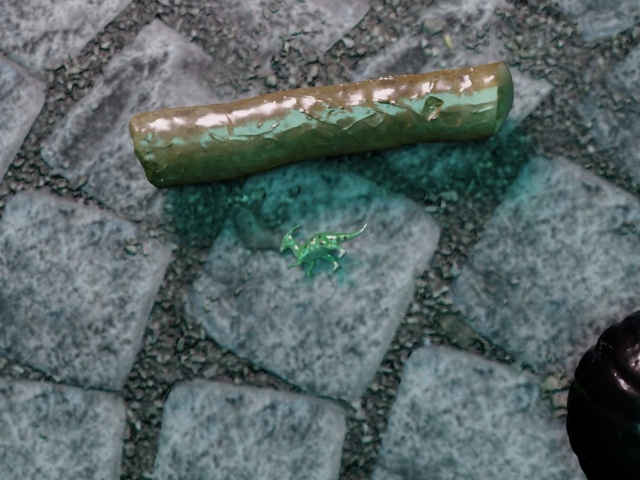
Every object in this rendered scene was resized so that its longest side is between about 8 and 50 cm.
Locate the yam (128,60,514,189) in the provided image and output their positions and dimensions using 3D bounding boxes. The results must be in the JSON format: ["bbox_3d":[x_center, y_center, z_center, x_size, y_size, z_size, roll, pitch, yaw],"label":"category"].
[{"bbox_3d":[0.001,-0.108,0.656,0.357,0.081,0.081,-7,82,7],"label":"yam"}]

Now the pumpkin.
[{"bbox_3d":[0.304,0.144,0.560,0.202,0.140,0.202,2,97,13],"label":"pumpkin"}]

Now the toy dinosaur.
[{"bbox_3d":[0.000,0.000,0.671,0.062,0.021,0.083,41,90,22],"label":"toy dinosaur"}]
